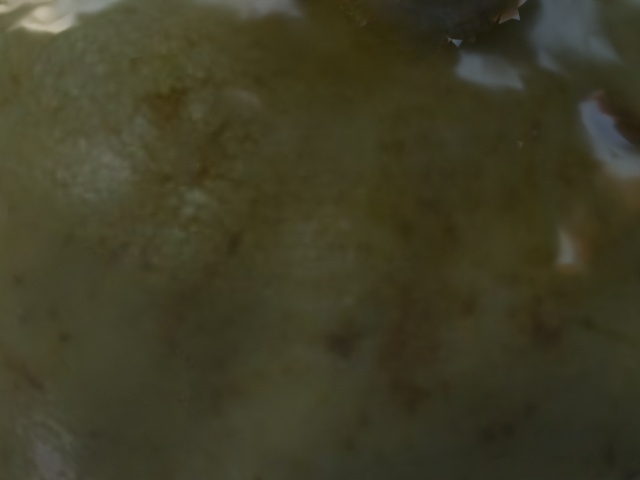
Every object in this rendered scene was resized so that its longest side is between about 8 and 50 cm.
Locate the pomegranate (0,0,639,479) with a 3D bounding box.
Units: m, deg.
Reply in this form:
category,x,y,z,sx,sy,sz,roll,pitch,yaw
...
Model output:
category,x,y,z,sx,sy,sz,roll,pitch,yaw
pomegranate,0.012,-0.019,0.488,0.333,0.332,0.332,3,-24,1
